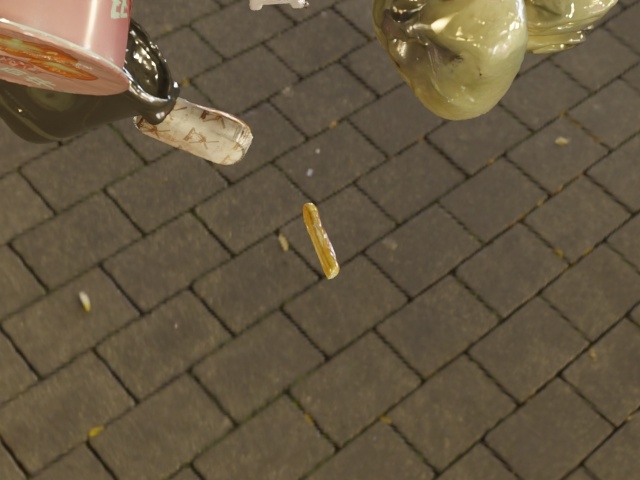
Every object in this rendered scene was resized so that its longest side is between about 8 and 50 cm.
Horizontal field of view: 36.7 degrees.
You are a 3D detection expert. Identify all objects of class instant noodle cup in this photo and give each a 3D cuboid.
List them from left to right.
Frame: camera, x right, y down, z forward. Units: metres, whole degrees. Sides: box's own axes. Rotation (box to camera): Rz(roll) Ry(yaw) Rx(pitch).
[{"bbox_3d":[-0.271,-0.278,0.899,0.243,0.243,0.231,12,85,1],"label":"instant noodle cup"}]

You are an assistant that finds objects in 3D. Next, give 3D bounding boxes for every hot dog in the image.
[{"bbox_3d":[-0.200,-0.178,1.531,0.191,0.108,0.059,20,48,-22],"label":"hot dog"},{"bbox_3d":[0.001,0.000,1.580,0.028,0.044,0.137,-13,63,-20],"label":"hot dog"}]

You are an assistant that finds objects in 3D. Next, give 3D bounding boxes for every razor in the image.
[{"bbox_3d":[-0.363,-0.240,1.386,0.349,0.204,0.113,-5,48,40],"label":"razor"}]

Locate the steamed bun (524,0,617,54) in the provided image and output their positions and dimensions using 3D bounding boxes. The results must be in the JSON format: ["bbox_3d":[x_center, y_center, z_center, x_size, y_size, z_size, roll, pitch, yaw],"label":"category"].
[{"bbox_3d":[0.447,-0.487,1.944,0.346,0.394,0.237,-34,102,-16],"label":"steamed bun"}]

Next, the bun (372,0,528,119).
[{"bbox_3d":[0.178,-0.309,1.422,0.168,0.273,0.273,-27,63,-25],"label":"bun"}]

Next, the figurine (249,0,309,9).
[{"bbox_3d":[-0.067,-0.398,1.073,0.144,0.257,0.182,17,47,23],"label":"figurine"}]
